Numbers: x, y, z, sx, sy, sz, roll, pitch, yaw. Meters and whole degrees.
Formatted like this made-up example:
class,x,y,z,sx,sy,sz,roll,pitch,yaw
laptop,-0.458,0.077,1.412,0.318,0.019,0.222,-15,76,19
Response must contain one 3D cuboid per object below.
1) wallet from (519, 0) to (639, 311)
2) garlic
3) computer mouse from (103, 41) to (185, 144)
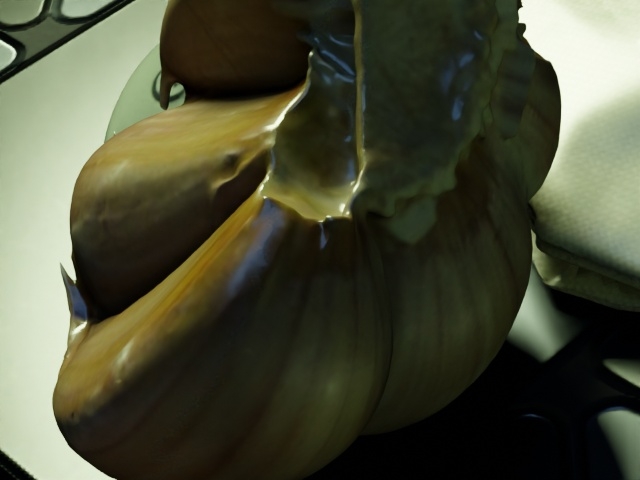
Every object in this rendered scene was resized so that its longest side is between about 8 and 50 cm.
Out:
class,x,y,z,sx,sy,sz,roll,pitch,yaw
wallet,0.209,-0.091,0.790,0.335,0.068,0.275,-13,41,8
garlic,0.000,0.000,0.678,0.191,0.160,0.214,-25,49,58
computer mouse,-0.022,-0.081,0.857,0.181,0.056,0.089,-36,49,-26
